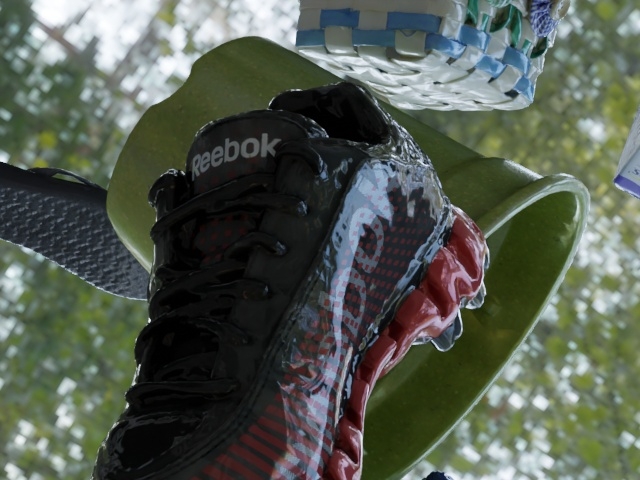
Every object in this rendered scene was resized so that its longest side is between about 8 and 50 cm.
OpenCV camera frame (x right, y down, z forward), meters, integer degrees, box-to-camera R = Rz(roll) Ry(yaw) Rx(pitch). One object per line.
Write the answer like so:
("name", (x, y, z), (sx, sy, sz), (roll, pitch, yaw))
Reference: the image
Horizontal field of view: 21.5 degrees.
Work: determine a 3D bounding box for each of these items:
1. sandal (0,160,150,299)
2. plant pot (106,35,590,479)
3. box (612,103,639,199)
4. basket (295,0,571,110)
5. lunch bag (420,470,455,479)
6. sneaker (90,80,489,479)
("sandal", (-0.218, -0.027, 1.406), (0.054, 0.254, 0.097), (-67, 178, -46))
("plant pot", (0.000, 0.000, 1.158), (0.254, 0.276, 0.276), (38, -86, 20))
("box", (0.344, -0.115, 1.571), (0.126, 0.072, 0.137), (-64, 180, -35))
("basket", (0.101, -0.255, 1.322), (0.201, 0.254, 0.289), (0, -99, 33))
("lunch bag", (0.146, 0.288, 1.194), (0.115, 0.303, 0.243), (-38, -125, 6))
("sneaker", (-0.027, 0.031, 0.628), (0.097, 0.135, 0.276), (-10, -153, 33))
